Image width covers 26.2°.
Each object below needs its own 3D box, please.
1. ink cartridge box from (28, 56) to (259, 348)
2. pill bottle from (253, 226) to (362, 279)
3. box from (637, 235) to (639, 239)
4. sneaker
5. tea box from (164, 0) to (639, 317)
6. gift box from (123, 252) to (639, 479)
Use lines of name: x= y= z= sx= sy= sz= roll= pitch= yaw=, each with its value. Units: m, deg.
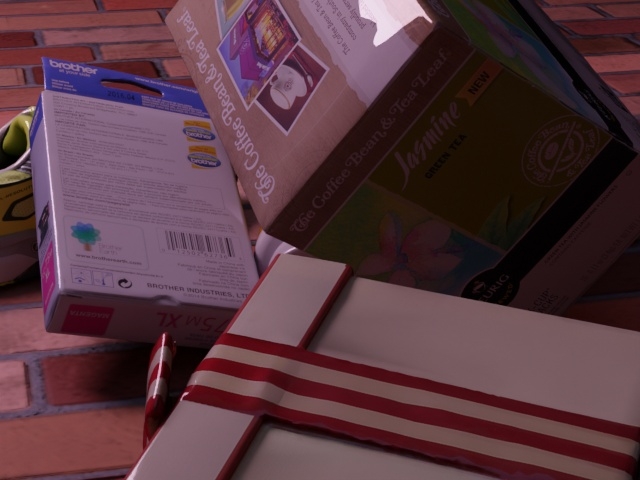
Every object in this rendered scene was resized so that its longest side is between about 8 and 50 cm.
ink cartridge box: x=-0.167 y=-0.038 z=1.260 sx=0.185 sy=0.065 sz=0.311 roll=8 pitch=44 yaw=-24
pill bottle: x=0.000 y=0.000 z=1.291 sx=0.117 sy=0.117 sz=0.215 roll=2 pitch=23 yaw=3
box: x=0.161 y=-0.054 z=1.502 sx=0.232 sy=0.059 sz=0.322 roll=-14 pitch=29 yaw=-31
sneaker: x=-0.240 y=-0.061 z=1.384 sx=0.384 sy=0.147 sz=0.145 roll=-18 pitch=28 yaw=-39
tea box: x=0.081 y=-0.125 z=1.202 sx=0.323 sy=0.220 sz=0.329 roll=23 pitch=26 yaw=-37
gift box: x=0.034 y=0.170 z=0.746 sx=0.258 sy=0.255 sz=0.276 roll=10 pitch=31 yaw=16
